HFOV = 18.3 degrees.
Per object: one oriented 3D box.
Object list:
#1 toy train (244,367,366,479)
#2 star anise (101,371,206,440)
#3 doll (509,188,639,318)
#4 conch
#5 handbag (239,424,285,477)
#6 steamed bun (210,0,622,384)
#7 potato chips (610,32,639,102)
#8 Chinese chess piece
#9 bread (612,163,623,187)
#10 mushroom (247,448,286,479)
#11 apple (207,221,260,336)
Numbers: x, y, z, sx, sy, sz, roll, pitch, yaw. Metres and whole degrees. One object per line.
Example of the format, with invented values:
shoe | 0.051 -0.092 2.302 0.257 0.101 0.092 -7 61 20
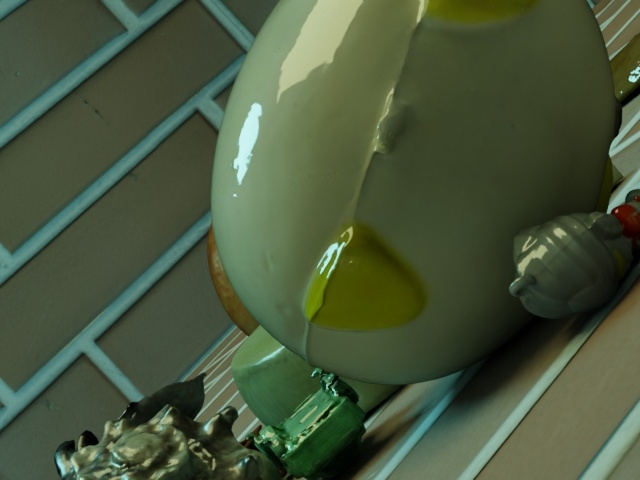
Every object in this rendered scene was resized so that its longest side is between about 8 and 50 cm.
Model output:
toy train | 0.000 0.166 1.688 0.099 0.081 0.149 -43 9 -7
star anise | -0.189 0.245 2.010 0.212 0.129 0.282 -45 -9 17
doll | 0.191 0.008 1.420 0.180 0.079 0.094 -27 -25 -49
conch | -0.157 0.230 1.669 0.241 0.186 0.313 -49 10 -16
handbag | -0.115 0.267 1.879 0.190 0.063 0.127 -45 2 24
steamed bun | 0.073 -0.071 1.572 0.334 0.334 0.374 -176 103 -86
potato chips | 0.376 -0.214 2.299 0.150 0.049 0.202 -39 -6 -37
Chinese chess piece | 0.031 0.086 1.912 0.250 0.101 0.250 -39 8 7
bread | 0.222 -0.025 1.858 0.068 0.028 0.153 -43 4 -31
mushroom | -0.059 0.223 1.747 0.079 0.085 0.085 -3 -29 -46
apple | 0.000 0.000 2.289 0.272 0.252 0.206 -31 0 -12
